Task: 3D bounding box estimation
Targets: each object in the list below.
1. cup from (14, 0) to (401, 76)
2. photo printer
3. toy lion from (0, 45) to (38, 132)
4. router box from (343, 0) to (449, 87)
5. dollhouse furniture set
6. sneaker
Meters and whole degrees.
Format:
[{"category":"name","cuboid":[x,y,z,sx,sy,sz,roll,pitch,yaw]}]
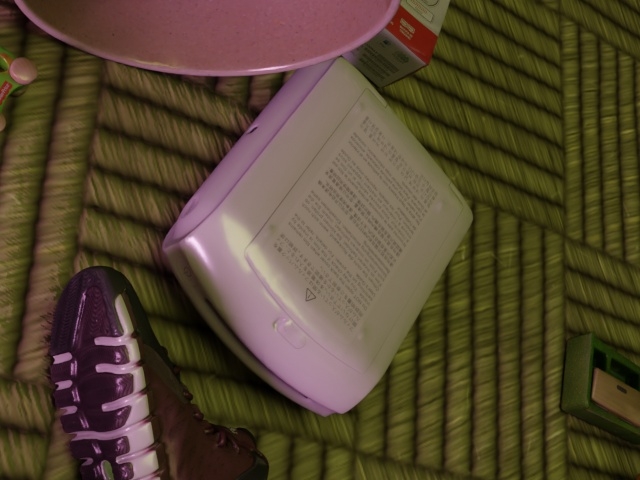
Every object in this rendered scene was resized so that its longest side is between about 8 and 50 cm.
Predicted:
[{"category":"cup","cuboid":[-0.096,-0.316,1.015,0.331,0.331,0.237,13,69,-37]},{"category":"photo printer","cuboid":[0.000,0.000,1.148,0.256,0.107,0.307,48,51,-18]},{"category":"toy lion","cuboid":[-0.304,-0.133,0.988,0.096,0.034,0.100,35,55,-18]},{"category":"router box","cuboid":[0.017,-0.391,1.311,0.335,0.082,0.301,36,55,-26]},{"category":"dollhouse furniture set","cuboid":[0.396,0.257,1.339,0.151,0.197,0.301,30,57,-31]},{"category":"sneaker","cuboid":[-0.129,0.152,1.002,0.162,0.106,0.281,-12,94,-47]}]
